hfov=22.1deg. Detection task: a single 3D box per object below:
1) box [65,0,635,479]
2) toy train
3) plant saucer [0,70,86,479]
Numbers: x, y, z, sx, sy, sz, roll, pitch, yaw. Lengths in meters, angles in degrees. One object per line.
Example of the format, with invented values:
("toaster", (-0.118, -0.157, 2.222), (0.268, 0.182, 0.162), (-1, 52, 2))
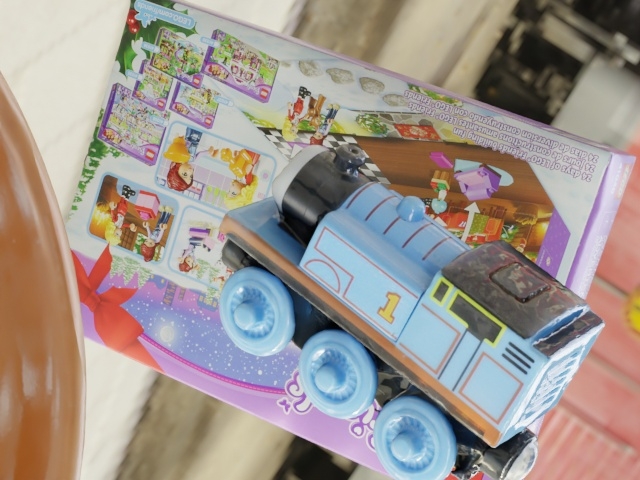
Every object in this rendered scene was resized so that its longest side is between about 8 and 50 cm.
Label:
("box", (0.000, 0.000, 0.899), (0.057, 0.293, 0.201), (-2, 112, -65))
("toy train", (0.034, 0.031, 0.749), (0.080, 0.184, 0.105), (-19, 142, -54))
("plant saucer", (-0.125, 0.019, 0.288), (0.037, 0.200, 0.200), (-12, -159, 36))
